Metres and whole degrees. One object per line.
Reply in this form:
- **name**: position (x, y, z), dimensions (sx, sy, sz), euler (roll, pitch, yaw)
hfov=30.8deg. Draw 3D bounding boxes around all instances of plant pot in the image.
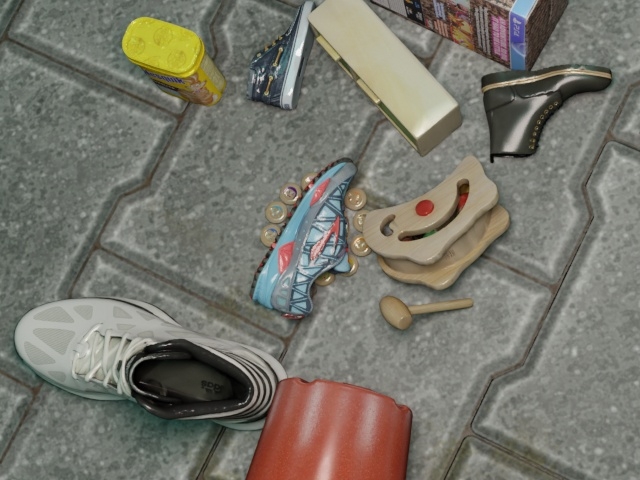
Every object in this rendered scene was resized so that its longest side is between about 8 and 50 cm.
- **plant pot**: position (0.008, 0.346, 1.631), dimensions (0.272, 0.272, 0.265), euler (10, 72, 12)

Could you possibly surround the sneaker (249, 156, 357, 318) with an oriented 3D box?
- **sneaker**: position (0.000, 0.000, 1.781), dimensions (0.125, 0.104, 0.262), euler (30, 89, -2)

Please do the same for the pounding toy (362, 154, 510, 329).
- **pounding toy**: position (0.169, 0.011, 1.762), dimensions (0.269, 0.155, 0.154), euler (-43, 45, -11)

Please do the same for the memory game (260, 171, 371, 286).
- **memory game**: position (-0.003, -0.019, 1.828), dimensions (0.186, 0.012, 0.186), euler (-2, 77, 10)

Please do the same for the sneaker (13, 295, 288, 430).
- **sneaker**: position (-0.279, 0.162, 1.711), dimensions (0.447, 0.257, 0.169), euler (12, 80, 13)

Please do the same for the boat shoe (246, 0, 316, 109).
- **boat shoe**: position (-0.064, -0.305, 1.873), dimensions (0.083, 0.065, 0.183), euler (12, 81, 11)

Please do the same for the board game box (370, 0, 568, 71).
- **board game box**: position (0.217, -0.405, 1.759), dimensions (0.291, 0.232, 0.141), euler (29, 84, 14)

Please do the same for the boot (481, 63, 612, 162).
- **boot**: position (0.349, -0.192, 1.778), dimensions (0.197, 0.077, 0.137), euler (-5, 81, 23)

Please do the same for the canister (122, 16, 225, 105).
- **canister**: position (-0.227, -0.279, 1.843), dimensions (0.126, 0.170, 0.073), euler (19, 82, 14)

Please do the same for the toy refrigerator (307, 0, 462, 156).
- **toy refrigerator**: position (0.097, -0.262, 1.817), dimensions (0.094, 0.102, 0.269), euler (-40, 75, 0)
